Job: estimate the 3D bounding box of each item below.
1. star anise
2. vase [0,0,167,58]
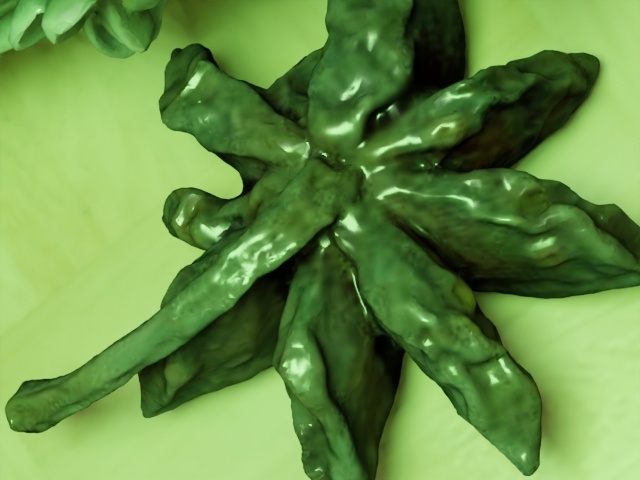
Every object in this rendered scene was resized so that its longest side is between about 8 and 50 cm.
[{"bbox_3d":[-0.001,0.000,0.599,0.209,0.089,0.231,35,81,29],"label":"star anise"},{"bbox_3d":[-0.131,-0.162,0.580,0.445,0.250,0.250,-1,80,25],"label":"vase"}]
